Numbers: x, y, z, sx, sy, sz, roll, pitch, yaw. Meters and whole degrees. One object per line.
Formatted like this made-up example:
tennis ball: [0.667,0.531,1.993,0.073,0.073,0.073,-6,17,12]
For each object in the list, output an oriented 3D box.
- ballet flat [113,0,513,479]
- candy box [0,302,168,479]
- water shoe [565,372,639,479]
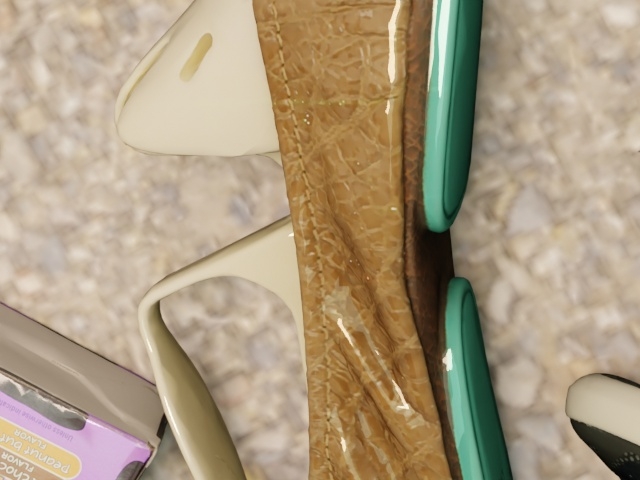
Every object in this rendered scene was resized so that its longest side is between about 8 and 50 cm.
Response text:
ballet flat: [0.000,0.000,0.516,0.124,0.116,0.342,-2,106,10]
candy box: [-0.170,0.107,0.553,0.165,0.070,0.196,29,100,-4]
water shoe: [0.152,0.128,0.540,0.203,0.073,0.080,39,88,-6]
